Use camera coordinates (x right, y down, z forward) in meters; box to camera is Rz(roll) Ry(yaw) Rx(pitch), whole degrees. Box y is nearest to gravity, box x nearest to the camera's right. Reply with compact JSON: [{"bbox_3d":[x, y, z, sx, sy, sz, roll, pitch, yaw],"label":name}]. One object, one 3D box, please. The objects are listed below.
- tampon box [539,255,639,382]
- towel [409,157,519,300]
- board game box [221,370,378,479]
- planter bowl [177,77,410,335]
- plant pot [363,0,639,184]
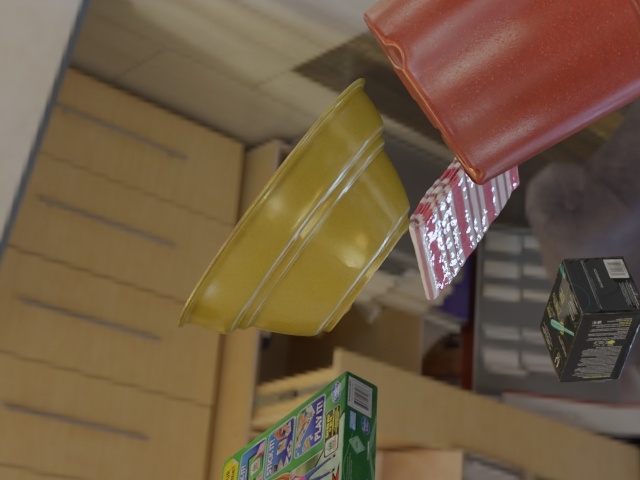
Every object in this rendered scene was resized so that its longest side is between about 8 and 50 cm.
[{"bbox_3d":[0.414,0.121,1.887,0.101,0.120,0.161,-2,136,-9],"label":"tampon box"},{"bbox_3d":[0.157,-0.043,1.350,0.029,0.197,0.144,25,154,28],"label":"towel"},{"bbox_3d":[-0.033,0.303,1.165,0.046,0.317,0.213,32,128,-25],"label":"board game box"},{"bbox_3d":[0.000,0.000,0.863,0.090,0.217,0.217,37,157,2],"label":"planter bowl"},{"bbox_3d":[0.202,-0.205,1.167,0.265,0.272,0.272,-34,149,7],"label":"plant pot"}]
